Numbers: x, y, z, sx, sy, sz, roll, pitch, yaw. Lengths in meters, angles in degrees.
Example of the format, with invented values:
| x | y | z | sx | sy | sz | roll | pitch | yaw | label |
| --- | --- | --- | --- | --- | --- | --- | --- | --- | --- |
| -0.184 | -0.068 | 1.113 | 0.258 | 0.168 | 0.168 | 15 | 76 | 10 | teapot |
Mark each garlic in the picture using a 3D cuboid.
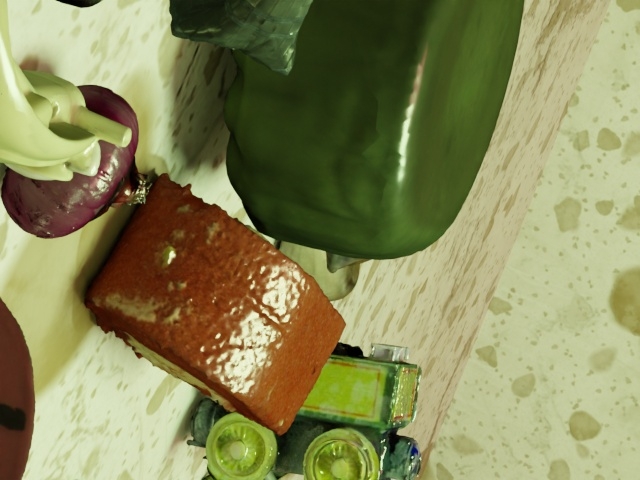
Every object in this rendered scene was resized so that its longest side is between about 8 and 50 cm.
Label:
| x | y | z | sx | sy | sz | roll | pitch | yaw | label |
| --- | --- | --- | --- | --- | --- | --- | --- | --- | --- |
| -0.002 | 0.015 | 1.926 | 0.195 | 0.087 | 0.101 | 52 | 50 | -70 | garlic |

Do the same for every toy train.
| x | y | z | sx | sy | sz | roll | pitch | yaw | label |
| --- | --- | --- | --- | --- | --- | --- | --- | --- | --- |
| -0.014 | 0.190 | 1.861 | 0.134 | 0.260 | 0.177 | 18 | 80 | -76 | toy train |

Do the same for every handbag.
| x | y | z | sx | sy | sz | roll | pitch | yaw | label |
| --- | --- | --- | --- | --- | --- | --- | --- | --- | --- |
| -0.033 | -0.231 | 1.140 | 0.175 | 0.088 | 0.270 | -56 | -152 | 30 | handbag |

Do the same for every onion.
| x | y | z | sx | sy | sz | roll | pitch | yaw | label |
| --- | --- | --- | --- | --- | --- | --- | --- | --- | --- |
| -0.166 | -0.051 | 1.182 | 0.115 | 0.104 | 0.115 | -49 | -154 | 35 | onion |

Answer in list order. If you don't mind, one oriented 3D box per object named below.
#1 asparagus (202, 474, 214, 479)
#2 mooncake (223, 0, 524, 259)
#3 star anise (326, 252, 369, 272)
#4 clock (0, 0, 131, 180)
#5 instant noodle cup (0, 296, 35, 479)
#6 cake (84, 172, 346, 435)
| x | y | z | sx | sy | sz | roll | pitch | yaw | label |
| --- | --- | --- | --- | --- | --- | --- | --- | --- | --- |
| -0.145 | 0.311 | 2.030 | 0.108 | 0.021 | 0.025 | -56 | 168 | -32 | asparagus |
| 0.045 | -0.162 | 1.502 | 0.356 | 0.194 | 0.356 | 16 | 90 | -72 | mooncake |
| 0.096 | -0.097 | 1.780 | 0.315 | 0.108 | 0.315 | -55 | 178 | -3 | star anise |
| -0.160 | -0.169 | 0.986 | 0.379 | 0.120 | 0.276 | -62 | 162 | -11 | clock |
| -0.270 | 0.124 | 0.895 | 0.235 | 0.234 | 0.178 | -55 | 171 | -33 | instant noodle cup |
| -0.084 | 0.063 | 1.515 | 0.151 | 0.177 | 0.283 | -61 | 164 | -13 | cake |
